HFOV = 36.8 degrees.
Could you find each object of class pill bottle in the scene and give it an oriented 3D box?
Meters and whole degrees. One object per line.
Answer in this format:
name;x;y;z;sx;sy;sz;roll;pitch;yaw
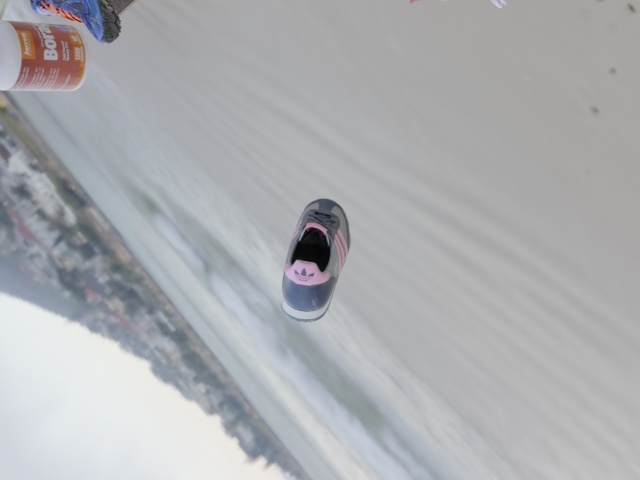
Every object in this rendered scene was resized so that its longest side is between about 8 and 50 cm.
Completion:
pill bottle;-0.526;-0.324;1.696;0.216;0.121;0.121;-9;-132;-49

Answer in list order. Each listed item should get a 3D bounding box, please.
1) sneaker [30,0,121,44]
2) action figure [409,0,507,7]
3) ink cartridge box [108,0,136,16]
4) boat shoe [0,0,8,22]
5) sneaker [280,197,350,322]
sneaker;-0.359;-0.340;1.352;0.221;0.087;0.083;46;-178;25
action figure;0.266;-0.564;1.674;0.276;0.370;0.248;46;-172;-15
ink cartridge box;-0.481;-0.580;2.105;0.234;0.193;0.088;38;169;42
boat shoe;-0.452;-0.308;1.220;0.091;0.305;0.109;33;-150;-11
sneaker;0.000;0.000;1.761;0.319;0.112;0.131;-81;-3;-50
